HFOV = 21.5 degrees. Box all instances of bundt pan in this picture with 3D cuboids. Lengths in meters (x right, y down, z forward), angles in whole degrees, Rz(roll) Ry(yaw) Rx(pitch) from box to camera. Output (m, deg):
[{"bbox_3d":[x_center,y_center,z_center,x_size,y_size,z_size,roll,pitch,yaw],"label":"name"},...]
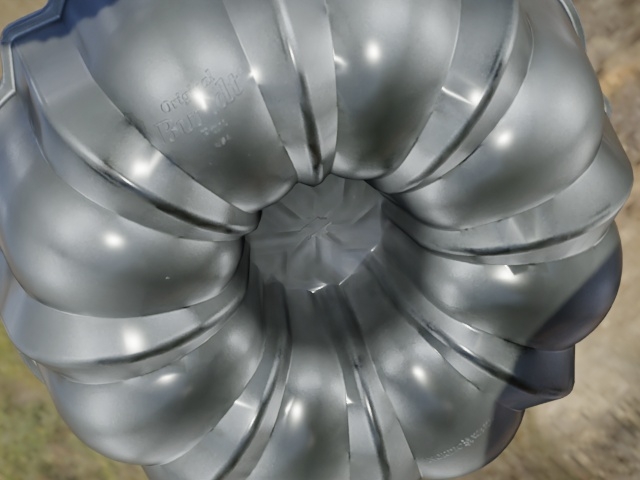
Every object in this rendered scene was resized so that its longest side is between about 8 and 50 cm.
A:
[{"bbox_3d":[0.000,0.000,0.791,0.331,0.331,0.124,-42,29,10],"label":"bundt pan"}]
